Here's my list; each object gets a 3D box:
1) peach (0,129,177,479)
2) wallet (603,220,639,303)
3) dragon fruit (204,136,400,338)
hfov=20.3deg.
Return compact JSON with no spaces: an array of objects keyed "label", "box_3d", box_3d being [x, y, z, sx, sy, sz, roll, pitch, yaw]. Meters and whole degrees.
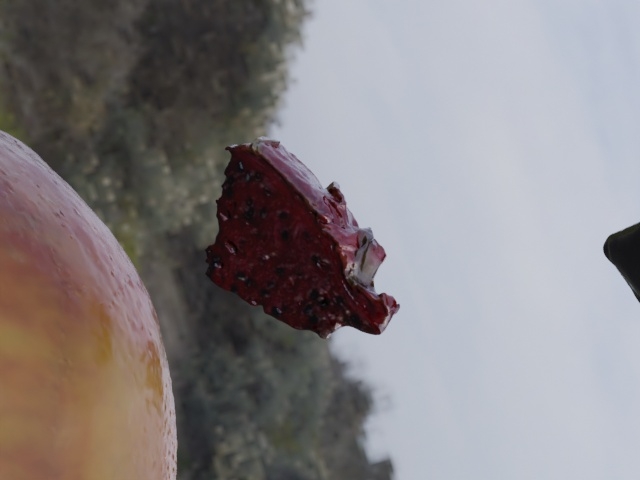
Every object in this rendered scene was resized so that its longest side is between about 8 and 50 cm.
[{"label":"peach","box_3d":[-0.165,0.074,0.608,0.281,0.238,0.281,44,-13,13]},{"label":"wallet","box_3d":[0.348,0.042,1.443,0.197,0.051,0.377,57,-14,4]},{"label":"dragon fruit","box_3d":[0.001,-0.001,1.080,0.063,0.131,0.097,-23,136,-58]}]
